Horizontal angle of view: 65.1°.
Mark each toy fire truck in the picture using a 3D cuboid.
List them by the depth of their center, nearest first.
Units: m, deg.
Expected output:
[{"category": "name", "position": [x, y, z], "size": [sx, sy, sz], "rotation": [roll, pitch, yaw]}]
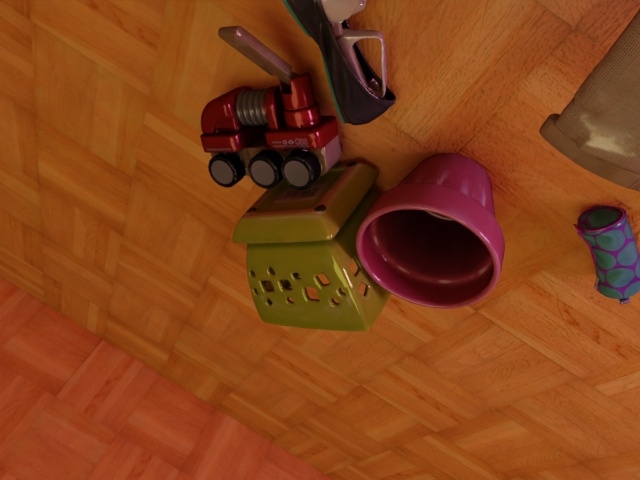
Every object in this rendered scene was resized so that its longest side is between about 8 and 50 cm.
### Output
[{"category": "toy fire truck", "position": [-0.099, -0.206, 0.771], "size": [0.217, 0.158, 0.246], "rotation": [5, 122, 27]}]

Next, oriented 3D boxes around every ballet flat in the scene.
[{"category": "ballet flat", "position": [0.028, -0.279, 0.659], "size": [0.096, 0.095, 0.280], "rotation": [-10, 137, 25]}]

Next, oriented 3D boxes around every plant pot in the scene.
[{"category": "plant pot", "position": [0.177, -0.029, 0.750], "size": [0.202, 0.180, 0.201], "rotation": [17, 138, 16]}, {"category": "plant pot", "position": [0.000, 0.000, 0.858], "size": [0.228, 0.227, 0.207], "rotation": [-1, 125, 33]}]

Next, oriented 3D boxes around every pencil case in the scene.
[{"category": "pencil case", "position": [0.429, 0.020, 0.743], "size": [0.070, 0.064, 0.151], "rotation": [-24, 119, 16]}]

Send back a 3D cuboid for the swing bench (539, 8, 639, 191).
[{"category": "swing bench", "position": [0.321, -0.172, 0.324], "size": [0.165, 0.254, 0.253], "rotation": [38, 160, 12]}]
